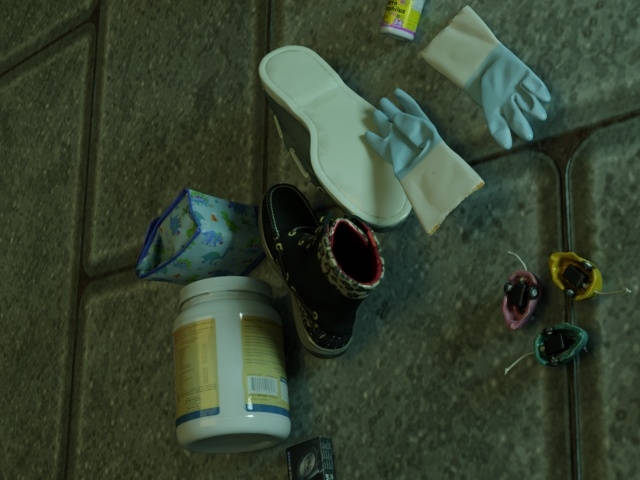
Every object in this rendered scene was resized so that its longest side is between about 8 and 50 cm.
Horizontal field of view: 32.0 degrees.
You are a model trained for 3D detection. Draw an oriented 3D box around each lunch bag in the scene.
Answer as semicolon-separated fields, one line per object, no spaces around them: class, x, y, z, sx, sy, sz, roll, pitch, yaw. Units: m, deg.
lunch bag;-0.164;0.011;1.523;0.151;0.128;0.096;-48;46;33

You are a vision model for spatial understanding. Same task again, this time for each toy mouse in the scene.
toy mouse;0.228;0.077;1.120;0.161;0.031;0.143;40;110;47

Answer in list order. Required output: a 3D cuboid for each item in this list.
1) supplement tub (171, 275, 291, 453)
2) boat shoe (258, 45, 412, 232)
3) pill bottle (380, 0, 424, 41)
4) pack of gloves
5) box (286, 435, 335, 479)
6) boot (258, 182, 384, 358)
supplement tub;-0.114;0.159;1.411;0.144;0.144;0.200;-26;60;43
boat shoe;0.023;-0.115;1.392;0.319;0.116;0.099;55;164;34
pill bottle;0.104;-0.288;1.359;0.043;0.043;0.083;20;95;50
pack of gloves;0.155;-0.132;1.251;0.195;0.046;0.232;-46;39;15
box;-0.011;0.286;1.352;0.067;0.018;0.083;-28;59;43
boot;0.002;0.001;1.318;0.179;0.085;0.237;117;139;-56
